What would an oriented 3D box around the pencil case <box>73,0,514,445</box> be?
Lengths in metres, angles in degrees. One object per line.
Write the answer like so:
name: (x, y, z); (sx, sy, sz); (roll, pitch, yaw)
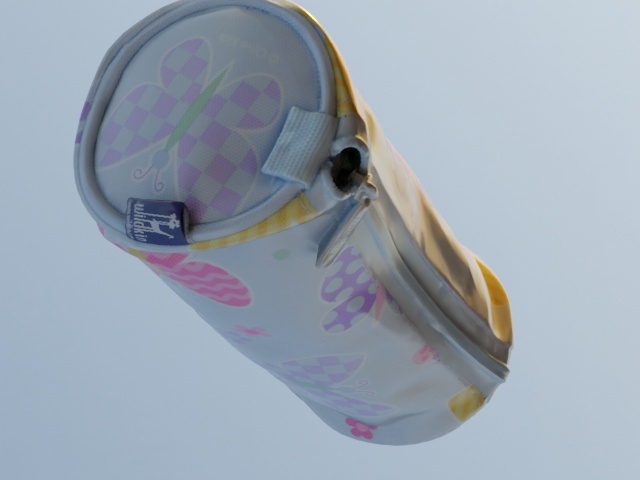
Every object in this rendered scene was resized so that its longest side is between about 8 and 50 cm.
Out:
pencil case: (0.000, 0.000, 0.826); (0.273, 0.124, 0.113); (51, -132, -59)
